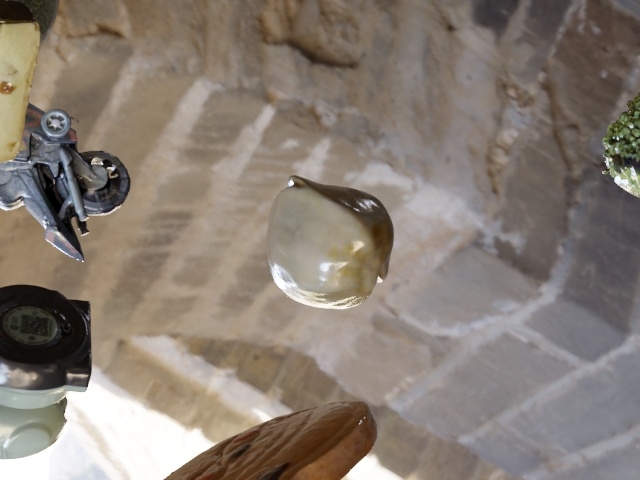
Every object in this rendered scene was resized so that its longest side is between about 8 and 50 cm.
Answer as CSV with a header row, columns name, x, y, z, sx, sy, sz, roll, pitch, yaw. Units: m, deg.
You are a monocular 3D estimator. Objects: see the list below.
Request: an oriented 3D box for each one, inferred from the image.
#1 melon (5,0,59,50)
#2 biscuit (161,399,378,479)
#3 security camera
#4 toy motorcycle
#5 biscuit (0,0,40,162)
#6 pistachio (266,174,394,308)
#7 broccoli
name,x,y,z,sx,sy,sz,roll,pitch,yaw
melon,-0.436,-0.335,1.126,0.237,0.237,0.302,129,128,-65
biscuit,-0.114,0.354,1.452,0.455,0.078,0.349,-25,1,29
security camera,-0.473,0.224,1.465,0.197,0.191,0.277,-108,34,-47
toy motorcycle,-0.414,-0.106,1.286,0.173,0.307,0.108,-58,2,-20
biscuit,-0.338,-0.161,0.988,0.056,0.052,0.188,-16,-37,-40
pistachio,0.000,0.000,1.318,0.166,0.197,0.288,-41,15,-16
broccoli,0.532,-0.127,1.330,0.273,0.242,0.180,23,-89,-60
